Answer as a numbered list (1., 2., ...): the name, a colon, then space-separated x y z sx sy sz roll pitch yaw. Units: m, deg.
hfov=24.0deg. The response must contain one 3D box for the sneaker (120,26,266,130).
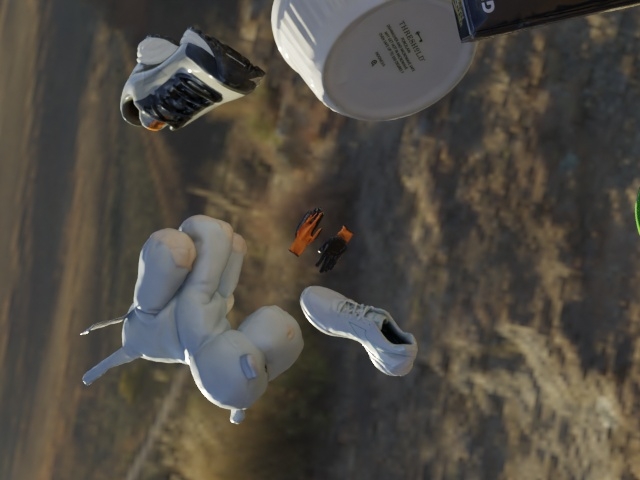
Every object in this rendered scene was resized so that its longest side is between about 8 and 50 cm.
1. sneaker: -0.148 -0.170 1.689 0.108 0.100 0.271 -63 24 -11

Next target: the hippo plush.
1. hippo plush: -0.156 0.119 2.167 0.236 0.294 0.234 36 141 25

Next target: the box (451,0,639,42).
1. box: 0.265 -0.388 1.634 0.073 0.293 0.296 -177 74 -82

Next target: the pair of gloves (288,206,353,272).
1. pair of gloves: 0.000 0.000 2.054 0.074 0.083 0.010 -58 29 -7

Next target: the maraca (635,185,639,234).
1. maraca: 0.377 -0.010 1.405 0.099 0.185 0.127 149 143 -72

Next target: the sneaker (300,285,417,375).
1. sneaker: 0.048 0.091 1.715 0.054 0.152 0.061 -53 -9 -35

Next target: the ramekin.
1. ramekin: 0.082 -0.272 1.943 0.273 0.272 0.127 -62 36 39
